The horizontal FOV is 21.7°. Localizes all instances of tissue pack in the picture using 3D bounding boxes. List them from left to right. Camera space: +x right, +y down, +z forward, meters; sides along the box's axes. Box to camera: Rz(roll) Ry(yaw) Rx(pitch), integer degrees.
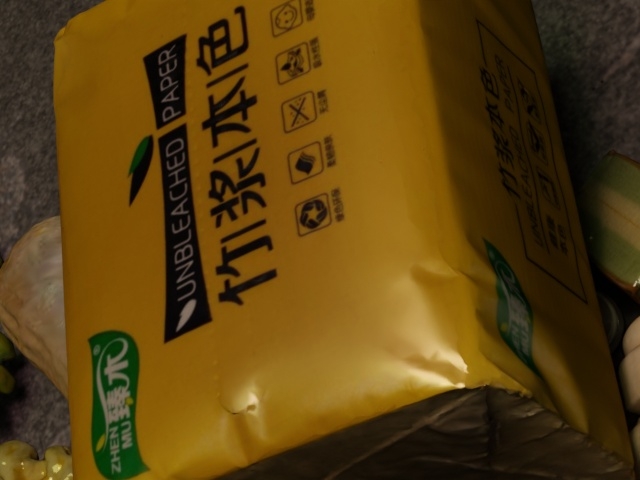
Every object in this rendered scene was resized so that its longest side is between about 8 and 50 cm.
[{"bbox_3d":[0.000,0.000,1.038,0.293,0.228,0.382,-24,56,26],"label":"tissue pack"}]

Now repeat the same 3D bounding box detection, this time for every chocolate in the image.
[{"bbox_3d":[-0.140,0.081,1.244,0.134,0.134,0.309,-50,49,5],"label":"chocolate"}]

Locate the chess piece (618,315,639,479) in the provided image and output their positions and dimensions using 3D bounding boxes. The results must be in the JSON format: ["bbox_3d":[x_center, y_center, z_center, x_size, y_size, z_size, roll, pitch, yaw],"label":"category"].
[{"bbox_3d":[0.234,0.213,0.929,0.117,0.117,0.397,-24,54,25],"label":"chess piece"}]

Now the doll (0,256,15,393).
[{"bbox_3d":[-0.391,0.116,1.445,0.346,0.099,0.341,14,65,35],"label":"doll"}]

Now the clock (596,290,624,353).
[{"bbox_3d":[0.096,0.043,1.137,0.229,0.063,0.156,10,74,40],"label":"clock"}]

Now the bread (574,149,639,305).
[{"bbox_3d":[0.195,-0.016,1.079,0.074,0.084,0.139,-50,49,7],"label":"bread"}]

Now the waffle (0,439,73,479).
[{"bbox_3d":[-0.222,0.281,1.238,0.250,0.056,0.261,4,85,35],"label":"waffle"}]
